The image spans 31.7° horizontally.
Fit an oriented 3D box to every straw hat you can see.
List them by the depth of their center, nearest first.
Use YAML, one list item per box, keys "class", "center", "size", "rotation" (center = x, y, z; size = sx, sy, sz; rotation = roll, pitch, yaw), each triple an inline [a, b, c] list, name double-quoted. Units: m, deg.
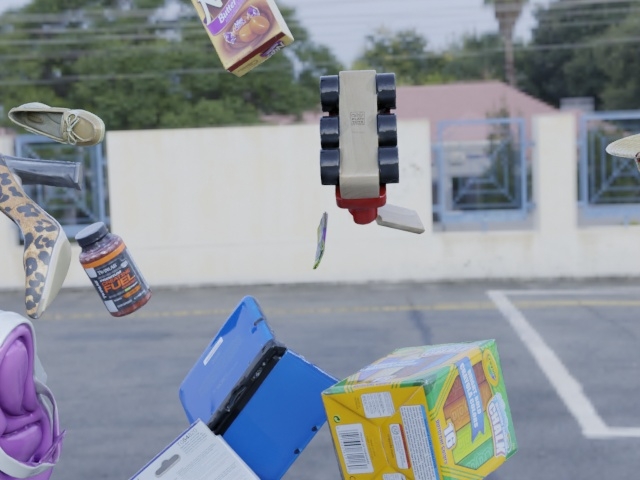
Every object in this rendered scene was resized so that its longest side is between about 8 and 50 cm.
- class: "straw hat"
  center: [0.473, -0.107, 1.569]
  size: [0.144, 0.061, 0.144]
  rotation: [-12, 16, 3]

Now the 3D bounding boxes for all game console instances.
- class: "game console"
  center: [-0.125, 0.306, 2.312]
  size: [0.173, 0.293, 0.250]
  rotation: [20, 26, -37]

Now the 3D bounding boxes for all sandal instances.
- class: "sandal"
  center: [-0.424, 0.274, 1.620]
  size: [0.102, 0.416, 0.169]
  rotation: [19, 51, 14]

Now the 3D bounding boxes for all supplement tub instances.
- class: "supplement tub"
  center: [-0.452, 0.060, 2.429]
  size: [0.106, 0.198, 0.106]
  rotation: [-24, 20, 9]

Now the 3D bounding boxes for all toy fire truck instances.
- class: "toy fire truck"
  center: [0.084, -0.119, 1.777]
  size: [0.158, 0.217, 0.246]
  rotation: [-2, -33, 3]

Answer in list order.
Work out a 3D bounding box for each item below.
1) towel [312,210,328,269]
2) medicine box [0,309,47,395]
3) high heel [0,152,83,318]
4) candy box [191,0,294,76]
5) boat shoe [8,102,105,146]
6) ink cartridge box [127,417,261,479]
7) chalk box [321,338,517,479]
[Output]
- class: "towel"
  center: [0.000, 0.000, 1.837]
  size: [0.009, 0.083, 0.060]
  rotation: [12, -35, -8]
- class: "medicine box"
  center: [-0.640, 0.212, 1.895]
  size: [0.289, 0.149, 0.263]
  rotation: [12, -29, 5]
- class: "high heel"
  center: [-0.456, -0.009, 1.629]
  size: [0.186, 0.261, 0.093]
  rotation: [4, -29, -1]
- class: "candy box"
  center: [-0.131, -0.361, 1.738]
  size: [0.109, 0.187, 0.053]
  rotation: [-32, -19, 16]
- class: "boat shoe"
  center: [-0.389, -0.171, 1.663]
  size: [0.153, 0.056, 0.048]
  rotation: [19, 17, 23]
- class: "ink cartridge box"
  center: [-0.248, 0.495, 2.219]
  size: [0.223, 0.224, 0.045]
  rotation: [-40, 10, -2]
- class: "chalk box"
  center: [0.166, 0.254, 1.648]
  size: [0.179, 0.180, 0.289]
  rotation: [-10, 6, 36]
